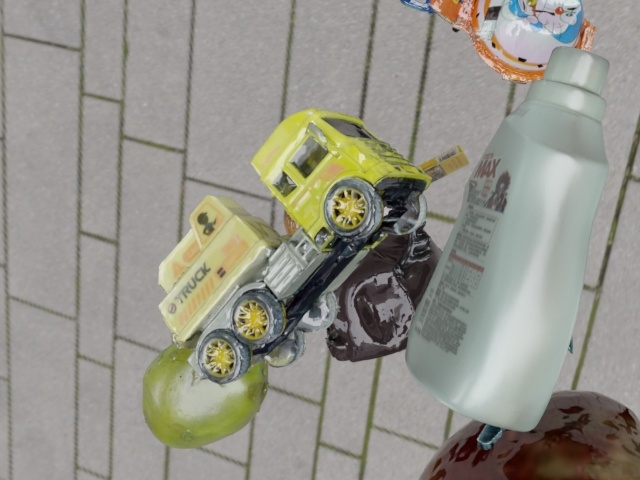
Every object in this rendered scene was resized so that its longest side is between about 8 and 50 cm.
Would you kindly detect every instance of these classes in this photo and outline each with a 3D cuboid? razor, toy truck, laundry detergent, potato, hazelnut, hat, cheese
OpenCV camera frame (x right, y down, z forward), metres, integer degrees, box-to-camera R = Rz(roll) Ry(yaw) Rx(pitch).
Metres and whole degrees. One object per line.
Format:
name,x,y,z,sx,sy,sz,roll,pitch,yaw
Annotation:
razor,0.244,0.174,1.073,0.033,0.190,0.066,25,151,36
toy truck,-0.040,0.001,0.810,0.157,0.124,0.272,48,112,18
laundry detergent,0.216,-0.014,0.994,0.125,0.264,0.397,17,94,-12
potato,-0.198,0.251,1.503,0.186,0.148,0.253,37,112,-15
hazelnut,0.289,0.389,1.118,0.353,0.421,0.420,15,114,2
hat,0.125,0.025,1.393,0.238,0.336,0.209,25,129,49
cheese,0.288,-0.369,1.436,0.329,0.129,0.217,22,76,-6

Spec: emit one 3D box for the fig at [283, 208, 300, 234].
fig,0.007,-0.013,1.559,0.119,0.119,0.153,-19,113,29

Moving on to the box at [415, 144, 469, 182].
box,0.237,-0.148,1.895,0.155,0.087,0.023,-27,73,12
